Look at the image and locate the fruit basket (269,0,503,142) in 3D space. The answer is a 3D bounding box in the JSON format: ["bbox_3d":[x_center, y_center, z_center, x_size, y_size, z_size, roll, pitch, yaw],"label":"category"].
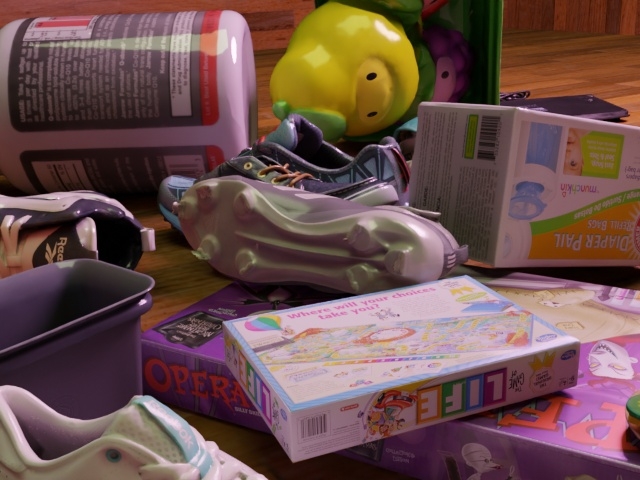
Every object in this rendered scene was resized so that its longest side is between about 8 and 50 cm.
[{"bbox_3d":[0.095,-0.261,1.054,0.283,0.392,0.392,1,19,12],"label":"fruit basket"}]

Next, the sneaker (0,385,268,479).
[{"bbox_3d":[-0.052,0.106,0.315,0.212,0.094,0.080,5,18,19],"label":"sneaker"}]

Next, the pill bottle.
[{"bbox_3d":[-0.262,-0.158,0.942,0.363,0.210,0.210,-1,19,1],"label":"pill bottle"}]

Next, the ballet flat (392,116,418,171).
[{"bbox_3d":[0.137,-0.090,0.931,0.087,0.083,0.247,-28,20,0],"label":"ballet flat"}]

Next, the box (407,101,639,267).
[{"bbox_3d":[0.180,-0.042,0.635,0.203,0.114,0.103,0,10,-34],"label":"box"}]

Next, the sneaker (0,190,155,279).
[{"bbox_3d":[-0.235,0.012,0.613,0.235,0.094,0.153,-4,7,-38],"label":"sneaker"}]

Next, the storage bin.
[{"bbox_3d":[-0.160,0.074,0.426,0.098,0.091,0.135,12,23,37],"label":"storage bin"}]

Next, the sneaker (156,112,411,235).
[{"bbox_3d":[-0.035,-0.060,0.758,0.262,0.125,0.104,5,19,19],"label":"sneaker"}]

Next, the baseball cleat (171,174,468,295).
[{"bbox_3d":[0.000,0.000,0.554,0.206,0.072,0.109,17,12,33],"label":"baseball cleat"}]

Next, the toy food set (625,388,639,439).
[{"bbox_3d":[0.177,0.079,0.349,0.083,0.020,0.083,12,23,35],"label":"toy food set"}]

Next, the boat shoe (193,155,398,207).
[{"bbox_3d":[-0.029,-0.039,0.663,0.183,0.083,0.065,-17,-2,28],"label":"boat shoe"}]

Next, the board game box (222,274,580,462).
[{"bbox_3d":[0.038,0.058,0.414,0.154,0.026,0.103,-9,20,-21],"label":"board game box"}]

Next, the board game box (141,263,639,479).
[{"bbox_3d":[0.087,0.070,0.485,0.347,0.056,0.208,9,26,29],"label":"board game box"}]

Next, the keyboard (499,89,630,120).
[{"bbox_3d":[0.324,-0.214,1.330,0.317,0.033,0.201,-6,25,-15],"label":"keyboard"}]
